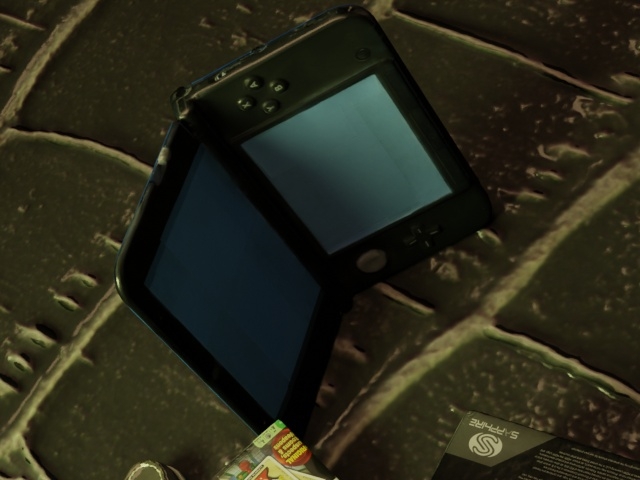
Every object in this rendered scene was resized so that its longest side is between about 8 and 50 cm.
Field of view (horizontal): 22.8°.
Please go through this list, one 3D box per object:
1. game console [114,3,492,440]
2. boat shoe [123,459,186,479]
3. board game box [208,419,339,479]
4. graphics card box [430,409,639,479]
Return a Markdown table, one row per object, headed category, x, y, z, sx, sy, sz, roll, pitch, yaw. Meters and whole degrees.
| category | x | y | z | sx | sy | sz | roll | pitch | yaw |
| --- | --- | --- | --- | --- | --- | --- | --- | --- | --- |
| game console | 0.000 | 0.000 | 1.287 | 0.250 | 0.293 | 0.173 | -27 | 47 | 12 |
| boat shoe | -0.158 | 0.278 | 1.324 | 0.081 | 0.068 | 0.227 | -14 | 49 | 23 |
| board game box | -0.083 | 0.272 | 1.250 | 0.260 | 0.030 | 0.136 | -41 | 66 | -16 |
| graphics card box | 0.126 | 0.315 | 1.092 | 0.233 | 0.094 | 0.371 | 12 | 64 | 39 |
